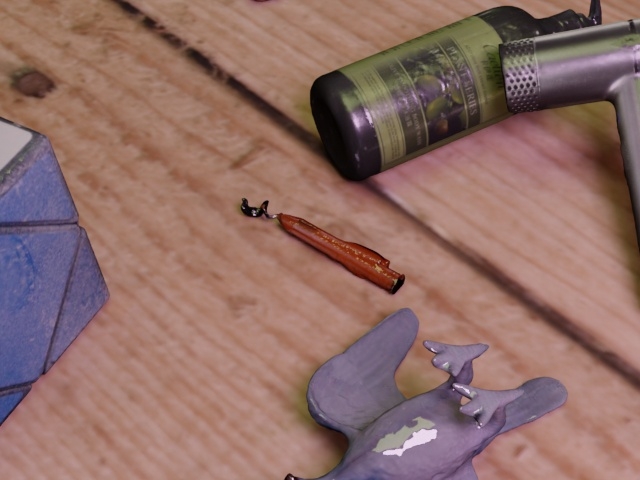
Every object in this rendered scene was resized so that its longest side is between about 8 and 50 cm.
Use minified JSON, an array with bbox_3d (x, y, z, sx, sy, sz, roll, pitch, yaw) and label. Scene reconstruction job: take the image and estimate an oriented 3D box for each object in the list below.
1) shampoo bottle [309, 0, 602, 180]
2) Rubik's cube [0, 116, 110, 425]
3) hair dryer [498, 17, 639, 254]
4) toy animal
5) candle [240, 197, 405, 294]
[{"bbox_3d":[0.135,-0.150,1.053,0.284,0.101,0.101,-23,52,-13],"label":"shampoo bottle"},{"bbox_3d":[-0.321,0.020,0.897,0.207,0.205,0.205,22,56,21],"label":"Rubik's cube"},{"bbox_3d":[0.335,-0.077,0.951,0.320,0.156,0.284,-17,89,10],"label":"hair dryer"},{"bbox_3d":[0.068,0.146,0.836,0.255,0.176,0.239,2,44,-39],"label":"toy animal"},{"bbox_3d":[0.001,-0.001,0.997,0.167,0.021,0.026,28,79,25],"label":"candle"}]
